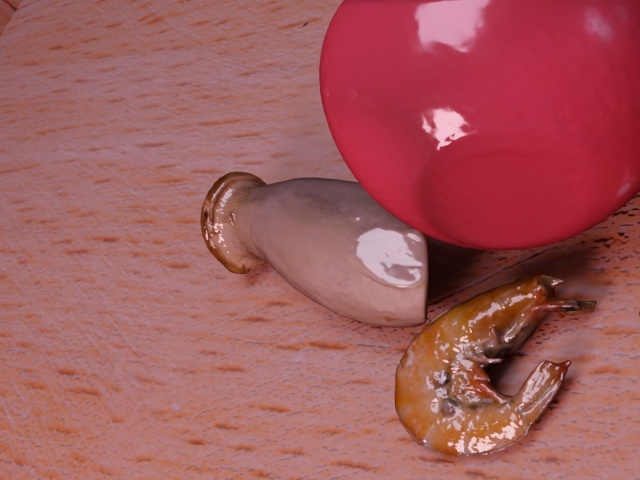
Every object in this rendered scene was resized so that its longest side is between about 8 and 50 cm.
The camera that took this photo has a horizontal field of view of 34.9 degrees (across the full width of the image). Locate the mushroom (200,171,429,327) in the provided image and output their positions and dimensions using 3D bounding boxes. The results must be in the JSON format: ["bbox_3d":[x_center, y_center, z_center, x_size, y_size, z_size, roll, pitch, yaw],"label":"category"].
[{"bbox_3d":[0.000,0.000,0.983,0.350,0.128,0.128,13,67,52],"label":"mushroom"}]

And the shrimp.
[{"bbox_3d":[0.143,0.102,0.823,0.187,0.052,0.132,-41,56,18],"label":"shrimp"}]

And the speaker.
[{"bbox_3d":[0.147,-0.136,0.832,0.294,0.294,0.294,-26,43,26],"label":"speaker"}]

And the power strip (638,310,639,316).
[{"bbox_3d":[0.331,0.019,0.715,0.227,0.029,0.080,-21,45,31],"label":"power strip"}]
